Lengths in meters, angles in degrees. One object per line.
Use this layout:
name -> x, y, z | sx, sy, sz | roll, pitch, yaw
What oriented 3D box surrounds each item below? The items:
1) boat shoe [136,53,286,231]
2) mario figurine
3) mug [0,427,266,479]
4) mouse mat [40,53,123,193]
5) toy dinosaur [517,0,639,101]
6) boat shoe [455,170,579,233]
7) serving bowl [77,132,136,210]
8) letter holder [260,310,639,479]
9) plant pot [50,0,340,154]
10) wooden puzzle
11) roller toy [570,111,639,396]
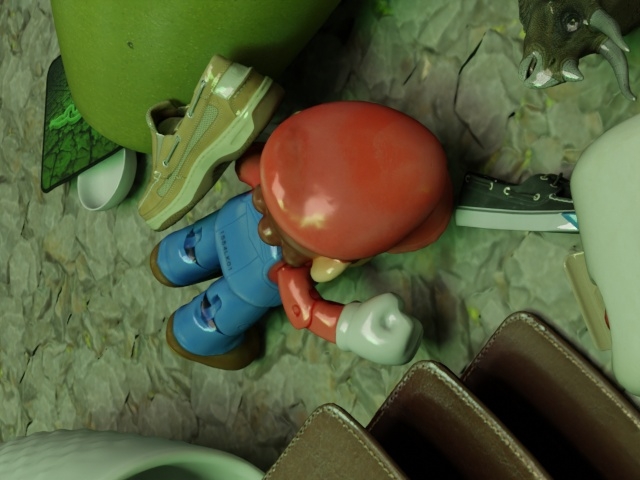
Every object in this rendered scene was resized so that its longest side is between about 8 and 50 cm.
boat shoe -> -0.100, -0.077, 0.894 | 0.190, 0.072, 0.068 | -43, 16, 43
mario figurine -> 0.000, 0.000, 0.915 | 0.198, 0.170, 0.320 | 49, 142, -8
mug -> -0.193, 0.338, 0.994 | 0.328, 0.276, 0.374 | -3, 110, 49
mouse mat -> -0.227, -0.141, 1.179 | 0.190, 0.007, 0.152 | -22, 62, 43
toy dinosaur -> 0.154, -0.241, 0.759 | 0.160, 0.121, 0.313 | 6, 89, 34
boat shoe -> 0.145, -0.026, 0.789 | 0.142, 0.049, 0.040 | 5, 92, 48
serving bowl -> -0.203, -0.066, 1.154 | 0.083, 0.027, 0.083 | -18, 65, 44
letter holder -> 0.124, 0.209, 0.736 | 0.302, 0.152, 0.214 | 52, 122, 32
plant pot -> -0.099, -0.214, 0.920 | 0.275, 0.275, 0.293 | 57, 142, 29
wooden puzzle -> 0.194, 0.032, 0.732 | 0.078, 0.014, 0.116 | -10, 104, 31
roller toy -> 0.227, -0.006, 0.599 | 0.191, 0.209, 0.146 | 142, 120, -62
